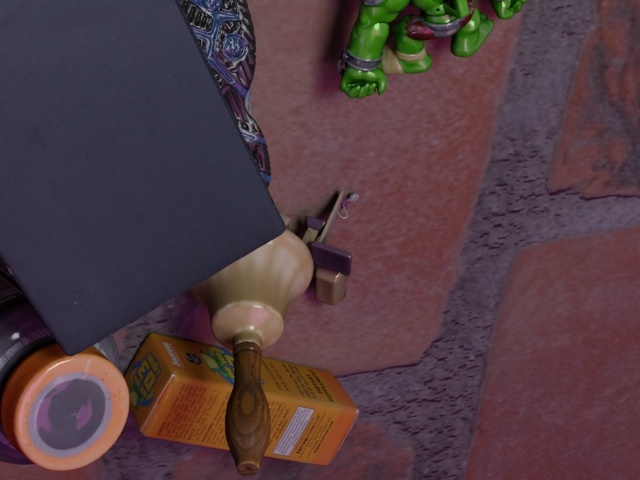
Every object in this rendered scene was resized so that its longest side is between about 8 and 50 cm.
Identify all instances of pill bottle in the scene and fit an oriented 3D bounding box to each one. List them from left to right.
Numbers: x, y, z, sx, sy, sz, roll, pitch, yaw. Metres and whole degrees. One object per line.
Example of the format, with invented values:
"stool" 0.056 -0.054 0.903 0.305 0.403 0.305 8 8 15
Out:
"pill bottle" -0.236 0.087 1.045 0.130 0.245 0.130 -12 113 -31

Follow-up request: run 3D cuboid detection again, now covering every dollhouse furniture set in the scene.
"dollhouse furniture set" 0.000 0.000 1.368 0.114 0.091 0.081 92 20 -58

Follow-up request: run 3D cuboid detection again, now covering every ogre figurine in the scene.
"ogre figurine" 0.101 -0.211 1.223 0.197 0.097 0.118 -13 139 -7

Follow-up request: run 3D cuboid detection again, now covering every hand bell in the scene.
"hand bell" -0.064 0.109 1.232 0.126 0.242 0.126 -2 134 -2

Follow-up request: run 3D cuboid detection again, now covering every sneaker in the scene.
"sneaker" -0.098 -0.133 1.181 0.080 0.081 0.211 -11 108 -21

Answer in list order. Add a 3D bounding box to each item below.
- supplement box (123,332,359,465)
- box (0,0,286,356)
"supplement box" -0.079 0.162 1.389 0.233 0.078 0.080 14 114 -36
"box" -0.211 -0.158 0.940 0.179 0.312 0.343 -31 130 -7
